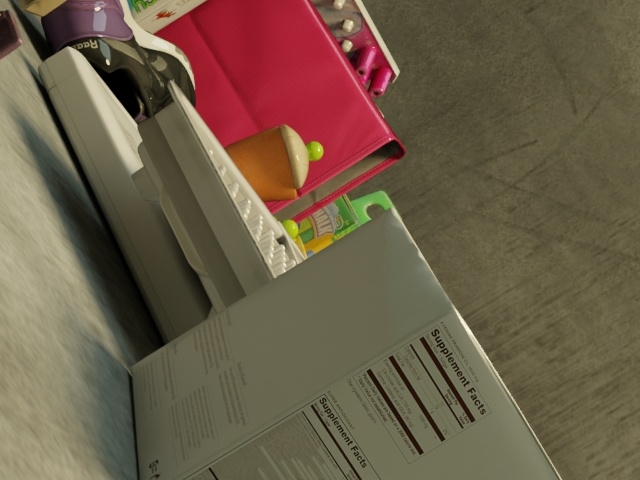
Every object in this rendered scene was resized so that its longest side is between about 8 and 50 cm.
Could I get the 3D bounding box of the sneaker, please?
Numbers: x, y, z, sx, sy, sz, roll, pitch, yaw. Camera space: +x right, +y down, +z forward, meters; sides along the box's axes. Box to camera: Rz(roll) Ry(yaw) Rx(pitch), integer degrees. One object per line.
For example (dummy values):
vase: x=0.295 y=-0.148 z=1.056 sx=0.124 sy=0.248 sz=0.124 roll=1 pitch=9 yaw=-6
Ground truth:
sneaker: x=-0.200 y=-0.150 z=1.702 sx=0.283 sy=0.107 sz=0.124 roll=47 pitch=26 yaw=-62

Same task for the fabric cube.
fabric cube: x=-0.076 y=-0.151 z=2.045 sx=0.258 sy=0.259 sz=0.254 roll=59 pitch=3 yaw=5

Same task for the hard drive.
hard drive: x=-0.121 y=0.020 z=1.459 sx=0.353 sy=0.047 sz=0.233 roll=60 pitch=3 yaw=37

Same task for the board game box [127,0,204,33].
board game box: x=-0.173 y=-0.343 z=1.854 sx=0.193 sy=0.305 sz=0.053 roll=60 pitch=3 yaw=15

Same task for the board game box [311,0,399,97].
board game box: x=-0.140 y=-0.322 z=2.275 sx=0.390 sy=0.390 sz=0.050 roll=57 pitch=44 yaw=-42

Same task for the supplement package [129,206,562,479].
supplement package: x=0.010 y=0.116 z=1.040 sx=0.149 sy=0.203 sz=0.194 roll=58 pitch=3 yaw=-20

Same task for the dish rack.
dish rack: x=-0.035 y=0.058 z=1.319 sx=0.285 sy=0.072 sz=0.333 roll=61 pitch=3 yaw=38

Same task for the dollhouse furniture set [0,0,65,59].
dollhouse furniture set: x=-0.231 y=-0.205 z=1.245 sx=0.081 sy=0.114 sz=0.091 roll=50 pitch=10 yaw=-46

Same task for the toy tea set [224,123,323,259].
toy tea set: x=-0.002 y=0.045 z=1.716 sx=0.200 sy=0.124 sz=0.336 roll=-113 pitch=-169 yaw=-55

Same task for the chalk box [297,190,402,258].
chalk box: x=0.000 y=0.000 z=2.252 sx=0.132 sy=0.213 sz=0.132 roll=56 pitch=3 yaw=-47
